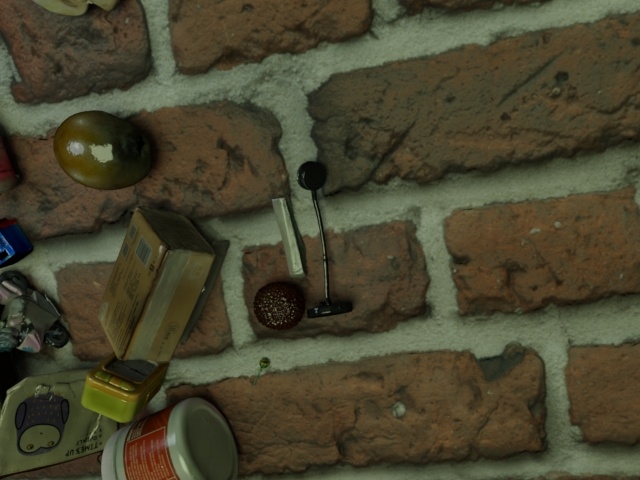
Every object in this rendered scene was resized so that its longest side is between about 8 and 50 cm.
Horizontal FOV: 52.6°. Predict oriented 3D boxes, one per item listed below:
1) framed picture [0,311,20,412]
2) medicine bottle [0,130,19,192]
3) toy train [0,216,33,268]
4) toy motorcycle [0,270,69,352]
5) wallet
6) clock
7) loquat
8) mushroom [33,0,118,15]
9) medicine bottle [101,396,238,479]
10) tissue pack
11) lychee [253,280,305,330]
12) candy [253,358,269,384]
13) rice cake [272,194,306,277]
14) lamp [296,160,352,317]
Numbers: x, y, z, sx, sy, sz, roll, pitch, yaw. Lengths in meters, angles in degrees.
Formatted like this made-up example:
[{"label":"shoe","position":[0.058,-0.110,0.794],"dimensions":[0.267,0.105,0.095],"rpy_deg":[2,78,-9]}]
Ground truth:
[{"label":"framed picture","position":[-0.825,0.267,1.640],"dimensions":[0.019,0.232,0.296],"rpy_deg":[-12,100,-13]},{"label":"medicine bottle","position":[-0.845,-0.227,1.571],"dimensions":[0.147,0.147,0.247],"rpy_deg":[-15,100,14]},{"label":"toy train","position":[-0.857,0.028,1.661],"dimensions":[0.204,0.083,0.131],"rpy_deg":[-32,97,16]},{"label":"toy motorcycle","position":[-0.761,0.197,1.618],"dimensions":[0.239,0.204,0.108],"rpy_deg":[38,117,4]},{"label":"wallet","position":[-0.651,0.460,1.636],"dimensions":[0.068,0.335,0.275],"rpy_deg":[14,101,49]},{"label":"clock","position":[-0.480,0.348,1.598],"dimensions":[0.143,0.202,0.096],"rpy_deg":[19,106,5]},{"label":"loquat","position":[-0.499,-0.204,1.496],"dimensions":[0.227,0.179,0.179],"rpy_deg":[20,105,10]},{"label":"mushroom","position":[-0.561,-0.618,1.449],"dimensions":[0.236,0.173,0.162],"rpy_deg":[20,64,-31]},{"label":"medicine bottle","position":[-0.363,0.542,1.594],"dimensions":[0.240,0.252,0.253],"rpy_deg":[-26,97,14]},{"label":"tissue pack","position":[-0.362,0.110,1.542],"dimensions":[0.238,0.238,0.306],"rpy_deg":[27,106,4]},{"label":"lychee","position":[-0.094,0.154,1.524],"dimensions":[0.123,0.129,0.123],"rpy_deg":[3,81,-21]},{"label":"candy","position":[-0.151,0.331,1.629],"dimensions":[0.023,0.025,0.083],"rpy_deg":[37,118,30]},{"label":"rice cake","position":[-0.073,-0.006,1.528],"dimensions":[0.047,0.036,0.207],"rpy_deg":[-10,101,25]},{"label":"lamp","position":[0.021,0.008,1.479],"dimensions":[0.130,0.108,0.371],"rpy_deg":[-3,100,-33]}]
